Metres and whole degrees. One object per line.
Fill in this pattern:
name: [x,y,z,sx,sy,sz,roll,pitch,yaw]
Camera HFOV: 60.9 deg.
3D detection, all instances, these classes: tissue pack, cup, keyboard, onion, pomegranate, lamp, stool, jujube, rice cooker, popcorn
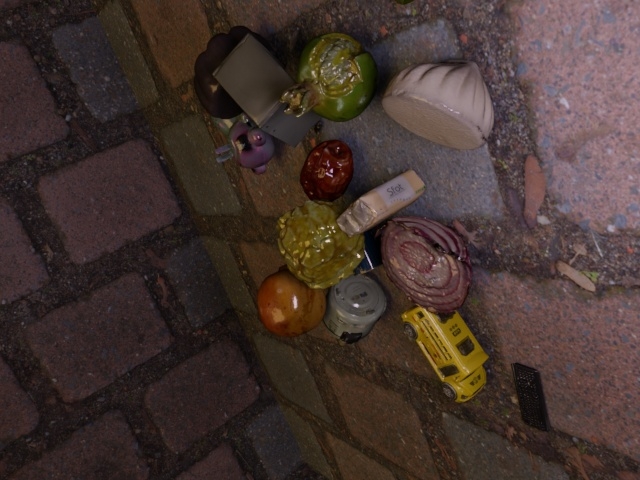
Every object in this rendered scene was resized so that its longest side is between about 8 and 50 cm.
tissue pack: [0.172,-0.104,1.571,0.090,0.222,0.186,59,152,6]
cup: [0.141,0.025,1.875,0.176,0.131,0.155,-172,57,-87]
keyboard: [0.619,0.464,1.608,0.093,0.025,0.230,10,125,52]
onion: [0.315,0.063,1.582,0.314,0.146,0.280,30,141,29]
pomegranate: [0.016,-0.412,1.447,0.236,0.302,0.236,36,152,23]
lamp: [-0.309,-0.403,2.048,0.301,0.247,0.247,55,157,19]
stool: [-0.148,-0.453,1.678,0.244,0.170,0.269,50,-167,16]
jujube: [0.022,-0.219,1.761,0.174,0.174,0.250,54,150,10]
rice cooker: [0.119,0.253,2.017,0.226,0.226,0.244,49,147,18]
popcorn: [0.008,0.003,1.715,0.282,0.281,0.247,94,171,-47]
pomegranate: [-0.099,0.212,1.944,0.264,0.264,0.264,39,146,33]

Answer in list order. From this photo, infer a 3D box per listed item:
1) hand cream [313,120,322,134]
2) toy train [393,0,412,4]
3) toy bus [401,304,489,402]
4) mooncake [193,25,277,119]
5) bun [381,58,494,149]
hand cream: [-0.050,-0.432,1.820,0.163,0.039,0.062,51,150,3]
toy train: [0.176,-0.647,1.188,0.137,0.090,0.226,40,147,18]
toy bus: [0.407,0.331,1.698,0.330,0.144,0.152,57,149,8]
mooncake: [-0.289,-0.561,1.826,0.154,0.306,0.306,53,152,11]
bun: [0.286,-0.335,1.239,0.263,0.175,0.263,25,177,2]
